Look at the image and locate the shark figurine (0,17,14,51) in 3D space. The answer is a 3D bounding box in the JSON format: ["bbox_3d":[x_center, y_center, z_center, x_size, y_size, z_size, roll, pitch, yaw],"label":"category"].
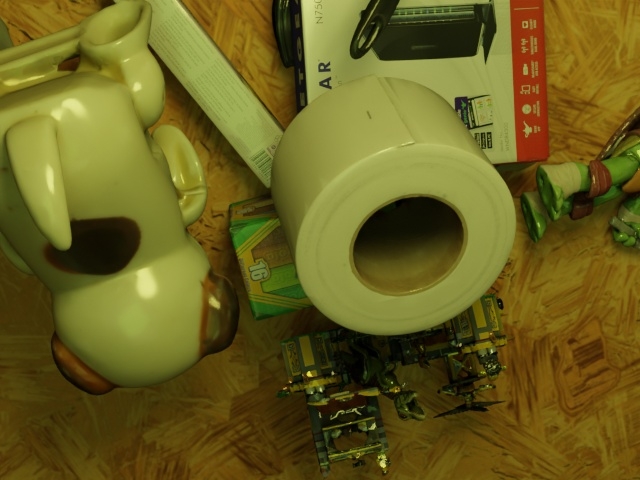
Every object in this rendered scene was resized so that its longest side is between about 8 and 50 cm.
[{"bbox_3d":[-0.500,-0.291,1.326,0.278,0.116,0.166,8,105,-9],"label":"shark figurine"}]

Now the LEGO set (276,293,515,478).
[{"bbox_3d":[0.102,0.201,1.441,0.331,0.255,0.192,-11,80,-12],"label":"LEGO set"}]

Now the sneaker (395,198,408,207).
[{"bbox_3d":[0.146,-0.010,1.491,0.089,0.051,0.170,-2,112,-4],"label":"sneaker"}]

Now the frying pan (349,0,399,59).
[{"bbox_3d":[0.134,-0.349,1.246,0.197,0.053,0.326,6,103,-39],"label":"frying pan"}]

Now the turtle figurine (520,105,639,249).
[{"bbox_3d":[0.410,-0.037,1.421,0.266,0.198,0.275,-12,105,-8],"label":"turtle figurine"}]

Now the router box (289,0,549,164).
[{"bbox_3d":[0.117,-0.252,1.352,0.301,0.082,0.336,-6,98,-11],"label":"router box"}]

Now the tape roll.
[{"bbox_3d":[0.076,-0.038,1.248,0.246,0.169,0.246,-7,124,-10],"label":"tape roll"}]

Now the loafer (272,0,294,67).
[{"bbox_3d":[-0.030,-0.300,1.385,0.061,0.062,0.170,-4,108,-7],"label":"loafer"}]

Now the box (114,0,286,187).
[{"bbox_3d":[-0.142,-0.210,1.400,0.067,0.063,0.324,-38,106,6],"label":"box"}]

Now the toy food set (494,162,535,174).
[{"bbox_3d":[0.188,-0.164,1.446,0.132,0.038,0.192,-25,101,-2],"label":"toy food set"}]

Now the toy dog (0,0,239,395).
[{"bbox_3d":[-0.238,-0.022,1.289,0.284,0.395,0.408,-25,121,-11],"label":"toy dog"}]

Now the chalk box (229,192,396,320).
[{"bbox_3d":[0.000,0.000,1.438,0.213,0.132,0.132,-15,107,1],"label":"chalk box"}]
